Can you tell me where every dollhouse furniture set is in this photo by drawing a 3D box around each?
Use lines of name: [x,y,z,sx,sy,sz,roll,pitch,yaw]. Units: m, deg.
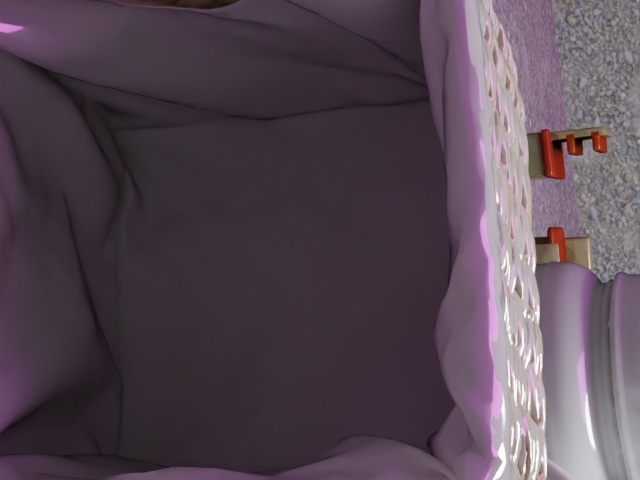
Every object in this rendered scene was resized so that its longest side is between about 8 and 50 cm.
dollhouse furniture set: [0.262,0.007,1.903,0.262,0.135,0.259,-4,90,-73]

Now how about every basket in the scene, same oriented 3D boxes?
basket: [-0.046,0.007,0.977,0.266,0.328,0.331,41,45,-71]

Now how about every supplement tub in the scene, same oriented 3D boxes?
supplement tub: [0.144,0.143,1.508,0.235,0.325,0.235,-7,90,-72]

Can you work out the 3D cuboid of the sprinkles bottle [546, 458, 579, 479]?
sprinkles bottle: [0.100,0.334,1.317,0.355,0.121,0.121,-52,153,-4]
